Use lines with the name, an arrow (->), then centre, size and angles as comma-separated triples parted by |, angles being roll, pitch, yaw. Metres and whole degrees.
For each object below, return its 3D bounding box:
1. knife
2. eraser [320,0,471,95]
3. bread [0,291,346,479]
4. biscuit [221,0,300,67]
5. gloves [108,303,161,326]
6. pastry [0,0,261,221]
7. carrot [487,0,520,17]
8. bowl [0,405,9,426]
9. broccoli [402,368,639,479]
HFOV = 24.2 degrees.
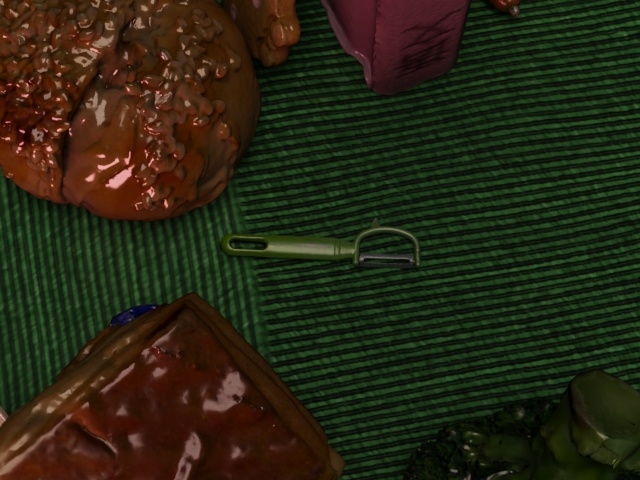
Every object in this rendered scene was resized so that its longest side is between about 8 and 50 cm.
knife -> 0.000, 0.000, 1.576 | 0.212, 0.015, 0.054 | 2, 75, -1
eraser -> 0.052, -0.331, 1.489 | 0.122, 0.359, 0.272 | -23, 76, -7
bread -> -0.174, 0.230, 1.409 | 0.324, 0.167, 0.277 | -43, 103, -15
biscuit -> -0.077, -0.303, 1.579 | 0.035, 0.184, 0.249 | -9, 91, -26
gloves -> -0.174, 0.095, 1.540 | 0.086, 0.026, 0.064 | 19, 73, 4
pastry -> -0.218, -0.169, 1.528 | 0.315, 0.184, 0.284 | 27, 75, 6
carrot -> 0.177, -0.300, 1.654 | 0.035, 0.035, 0.142 | -35, 74, -10
bowl -> -0.418, 0.257, 1.404 | 0.277, 0.145, 0.277 | 14, 70, -41
broccoli -> 0.226, 0.244, 1.386 | 0.297, 0.297, 0.297 | 15, 39, -13
